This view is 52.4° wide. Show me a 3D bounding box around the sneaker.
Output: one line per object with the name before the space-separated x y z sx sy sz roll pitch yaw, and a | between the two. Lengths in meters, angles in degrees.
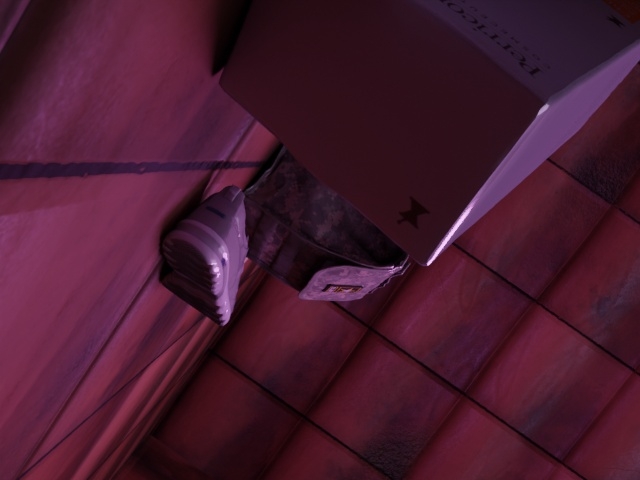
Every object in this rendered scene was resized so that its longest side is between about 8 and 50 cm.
sneaker | -0.131 0.027 0.842 0.115 0.105 0.281 -55 179 -24

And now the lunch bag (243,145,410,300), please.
lunch bag | 0.000 0.000 1.142 0.169 0.287 0.235 -55 -179 -23

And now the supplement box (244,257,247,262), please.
supplement box | -0.149 0.000 1.387 0.098 0.036 0.062 -55 179 31

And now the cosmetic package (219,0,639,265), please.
cosmetic package | 0.151 -0.183 0.622 0.453 0.230 0.161 -34 161 -48
